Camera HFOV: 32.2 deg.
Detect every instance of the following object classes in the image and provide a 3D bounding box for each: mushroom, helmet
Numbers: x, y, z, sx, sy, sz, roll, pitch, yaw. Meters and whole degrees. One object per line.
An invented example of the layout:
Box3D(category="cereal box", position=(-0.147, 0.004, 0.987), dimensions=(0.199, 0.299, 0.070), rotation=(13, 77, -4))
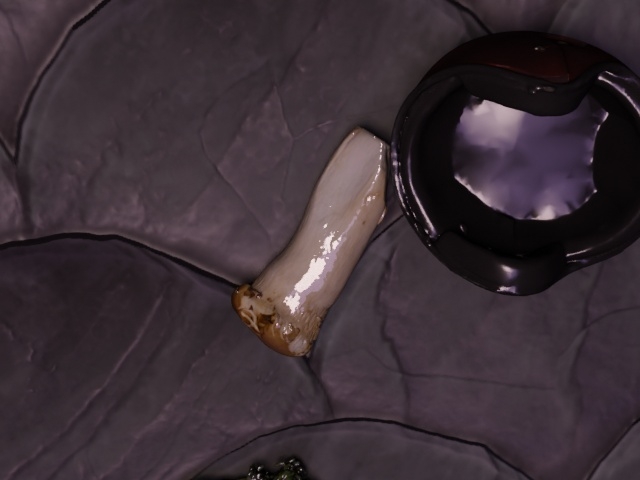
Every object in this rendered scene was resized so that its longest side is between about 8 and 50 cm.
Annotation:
Box3D(category="mushroom", position=(0.000, 0.000, 0.955), dimensions=(0.084, 0.071, 0.209), rotation=(35, 103, 21))
Box3D(category="helmet", position=(0.162, -0.068, 0.867), dimensions=(0.216, 0.193, 0.189), rotation=(6, 113, 1))

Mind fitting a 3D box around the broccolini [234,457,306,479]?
Box3D(category="broccolini", position=(-0.098, 0.262, 1.040), dimensions=(0.203, 0.068, 0.091), rotation=(-14, 128, 4))
